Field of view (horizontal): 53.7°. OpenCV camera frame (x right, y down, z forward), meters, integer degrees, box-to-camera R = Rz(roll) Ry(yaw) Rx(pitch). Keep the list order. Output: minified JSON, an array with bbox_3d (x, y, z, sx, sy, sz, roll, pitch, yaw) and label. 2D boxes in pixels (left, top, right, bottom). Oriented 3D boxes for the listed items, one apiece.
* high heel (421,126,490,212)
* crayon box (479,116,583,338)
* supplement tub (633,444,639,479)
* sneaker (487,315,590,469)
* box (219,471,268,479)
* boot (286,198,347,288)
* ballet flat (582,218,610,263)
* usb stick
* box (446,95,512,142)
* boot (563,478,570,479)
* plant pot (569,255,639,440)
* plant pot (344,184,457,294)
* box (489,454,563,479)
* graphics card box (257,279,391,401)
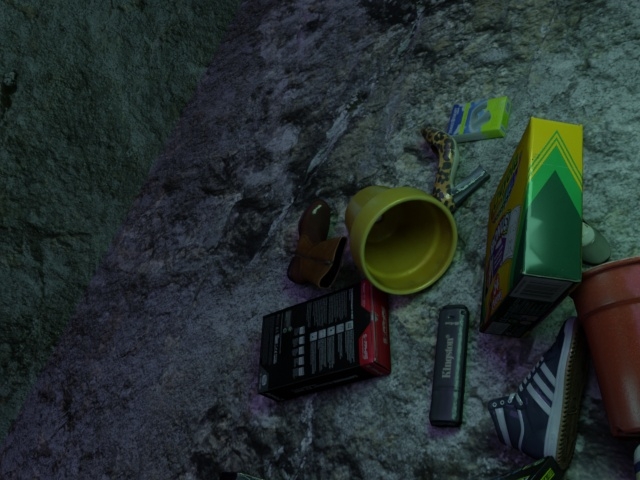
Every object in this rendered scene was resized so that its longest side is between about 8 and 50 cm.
[{"bbox_3d":[0.294,-0.184,1.663,0.186,0.093,0.261,-42,52,4],"label":"high heel"},{"bbox_3d":[0.407,-0.008,1.250,0.106,0.363,0.313,8,67,5],"label":"crayon box"},{"bbox_3d":[0.579,0.450,0.874,0.235,0.235,0.325,-16,54,35],"label":"supplement tub"},{"bbox_3d":[0.418,0.276,1.217,0.153,0.099,0.282,6,82,45],"label":"sneaker"},{"bbox_3d":[-0.220,0.728,1.411,0.318,0.097,0.395,131,156,-66],"label":"box"},{"bbox_3d":[0.000,0.000,1.729,0.264,0.096,0.280,-64,16,-11],"label":"boot"},{"bbox_3d":[0.536,-0.032,1.364,0.072,0.068,0.213,-42,43,14],"label":"ballet flat"},{"bbox_3d":[0.287,0.275,1.403,0.077,0.045,0.278,-12,56,38],"label":"usb stick"},{"bbox_3d":[0.413,-0.319,1.692,0.178,0.042,0.109,-1,62,41],"label":"box"},{"bbox_3d":[0.318,0.525,1.088,0.269,0.236,0.089,-37,83,21],"label":"boot"},{"bbox_3d":[0.571,0.190,1.056,0.272,0.272,0.265,-16,61,35],"label":"plant pot"},{"bbox_3d":[0.176,-0.027,1.577,0.254,0.254,0.239,-48,27,6],"label":"plant pot"},{"bbox_3d":[0.314,0.465,1.121,0.191,0.184,0.045,-43,70,38],"label":"box"},{"bbox_3d":[0.005,0.263,1.635,0.371,0.094,0.233,-22,51,29],"label":"graphics card box"}]
